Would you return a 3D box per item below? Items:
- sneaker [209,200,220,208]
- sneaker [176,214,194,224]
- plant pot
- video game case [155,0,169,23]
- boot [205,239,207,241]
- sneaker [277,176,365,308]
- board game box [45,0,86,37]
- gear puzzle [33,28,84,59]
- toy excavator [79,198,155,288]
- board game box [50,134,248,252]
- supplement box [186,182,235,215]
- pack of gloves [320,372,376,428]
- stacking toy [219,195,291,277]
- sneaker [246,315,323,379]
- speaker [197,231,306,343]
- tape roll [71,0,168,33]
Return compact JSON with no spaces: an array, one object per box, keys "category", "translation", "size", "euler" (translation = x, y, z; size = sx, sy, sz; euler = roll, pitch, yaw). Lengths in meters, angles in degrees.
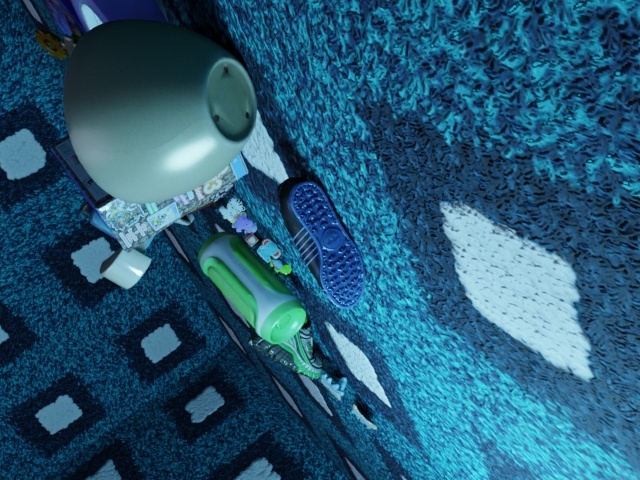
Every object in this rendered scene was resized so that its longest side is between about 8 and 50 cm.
[{"category":"sneaker","translation":[-0.337,-0.128,1.917],"size":[0.185,0.084,0.069],"euler":[44,162,37]},{"category":"sneaker","translation":[-0.491,-0.166,2.332],"size":[0.129,0.111,0.297],"euler":[22,151,37]},{"category":"plant pot","translation":[-0.209,-0.199,1.089],"size":[0.191,0.284,0.284],"euler":[-1,132,29]},{"category":"video game case","translation":[-0.333,-0.467,1.271],"size":[0.183,0.023,0.201],"euler":[49,165,20]},{"category":"boot","translation":[-0.304,0.064,2.247],"size":[0.106,0.082,0.219],"euler":[58,167,-24]},{"category":"sneaker","translation":[0.000,0.000,1.173],"size":[0.090,0.081,0.232],"euler":[29,144,64]},{"category":"board game box","translation":[-0.570,-0.525,1.774],"size":[0.347,0.078,0.233],"euler":[48,164,22]},{"category":"gear puzzle","translation":[-0.492,-0.394,1.633],"size":[0.339,0.044,0.175],"euler":[24,155,7]},{"category":"toy excavator","translation":[-0.506,-0.077,1.985],"size":[0.222,0.432,0.445],"euler":[35,160,-23]},{"category":"board game box","translation":[-0.337,-0.160,1.434],"size":[0.232,0.291,0.141],"euler":[45,163,35]},{"category":"supplement box","translation":[-0.309,-0.173,1.596],"size":[0.239,0.130,0.073],"euler":[44,149,27]},{"category":"pack of gloves","translation":[0.083,0.425,1.954],"size":[0.195,0.046,0.232],"euler":[44,169,10]},{"category":"stacking toy","translation":[-0.141,-0.006,1.642],"size":[0.221,0.052,0.167],"euler":[47,174,0]},{"category":"sneaker","translation":[-0.058,0.259,1.858],"size":[0.134,0.146,0.343],"euler":[24,167,24]},{"category":"speaker","translation":[-0.165,0.107,1.703],"size":[0.296,0.131,0.131],"euler":[44,162,31]},{"category":"tape roll","translation":[-0.343,-0.363,1.311],"size":[0.274,0.090,0.274],"euler":[50,165,18]}]
